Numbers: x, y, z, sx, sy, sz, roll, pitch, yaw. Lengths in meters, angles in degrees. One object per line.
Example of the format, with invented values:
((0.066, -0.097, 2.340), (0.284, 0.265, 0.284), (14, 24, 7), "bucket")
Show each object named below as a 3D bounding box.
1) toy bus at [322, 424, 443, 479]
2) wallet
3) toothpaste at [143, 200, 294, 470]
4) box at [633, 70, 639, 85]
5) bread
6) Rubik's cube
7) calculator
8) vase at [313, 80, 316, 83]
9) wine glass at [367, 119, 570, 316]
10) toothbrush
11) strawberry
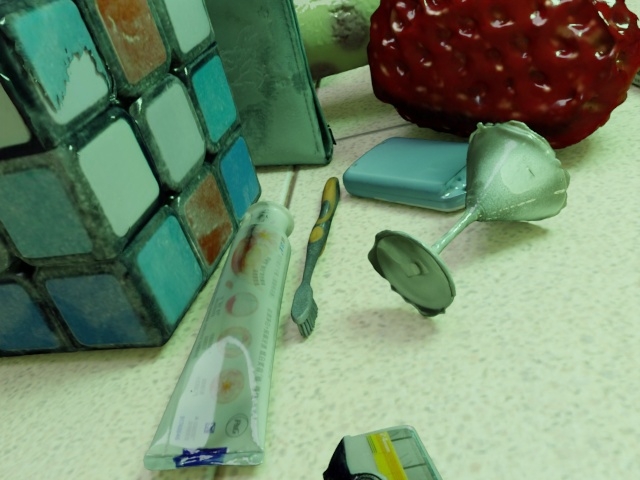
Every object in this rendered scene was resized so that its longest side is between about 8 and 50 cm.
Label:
((0.055, 0.182, 0.362), (0.072, 0.057, 0.172), (-13, 29, -10), "toy bus")
((-0.120, -0.240, 0.935), (0.251, 0.290, 0.054), (2, 29, 29), "wallet")
((-0.075, 0.075, 0.610), (0.100, 0.066, 0.323), (-5, 36, 12), "toothpaste")
((0.546, -0.216, 0.763), (0.214, 0.069, 0.353), (-19, 31, -3), "box")
((-0.013, -0.353, 1.032), (0.338, 0.155, 0.187), (-15, 59, 13), "bread")
((-0.307, -0.103, 0.738), (0.362, 0.363, 0.359), (-8, 33, 19), "Rubik's cube")
((0.122, -0.087, 0.794), (0.210, 0.039, 0.121), (13, 41, 43), "calculator")
((0.042, -0.442, 1.345), (0.143, 0.143, 0.299), (12, 38, 41), "vase")
((0.138, -0.018, 0.604), (0.183, 0.122, 0.122), (-41, 36, -26), "wine glass")
((-0.001, -0.002, 0.727), (0.023, 0.031, 0.321), (-9, 31, 13), "toothbrush")
((0.242, -0.254, 0.804), (0.345, 0.295, 0.317), (44, 102, 31), "strawberry")
